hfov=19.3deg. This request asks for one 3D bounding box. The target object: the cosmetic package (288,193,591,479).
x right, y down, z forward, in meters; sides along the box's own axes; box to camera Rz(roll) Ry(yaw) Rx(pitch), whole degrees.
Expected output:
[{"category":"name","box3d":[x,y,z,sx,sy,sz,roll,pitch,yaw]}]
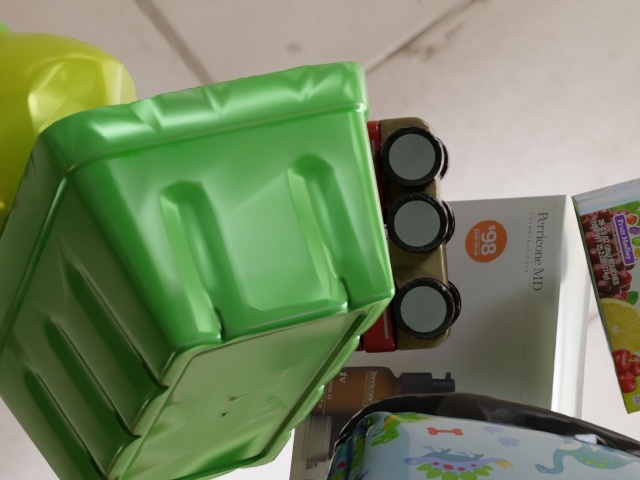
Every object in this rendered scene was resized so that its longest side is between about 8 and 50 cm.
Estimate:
[{"category":"cosmetic package","box3d":[0.121,0.149,1.907,0.284,0.377,0.097,-2,161,26]}]

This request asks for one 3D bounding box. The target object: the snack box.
[{"category":"snack box","box3d":[0.342,0.039,1.747,0.174,0.070,0.207,-14,109,4]}]

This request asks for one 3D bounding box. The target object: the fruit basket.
[{"category":"fruit basket","box3d":[-0.147,-0.027,1.374,0.283,0.392,0.392,-13,136,-27]}]

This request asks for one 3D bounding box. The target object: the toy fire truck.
[{"category":"toy fire truck","box3d":[0.000,0.000,1.760,0.246,0.217,0.158,-4,180,8]}]

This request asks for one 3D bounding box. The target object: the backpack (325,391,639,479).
[{"category":"backpack","box3d":[0.108,0.244,1.145,0.290,0.355,0.273,14,132,9]}]
